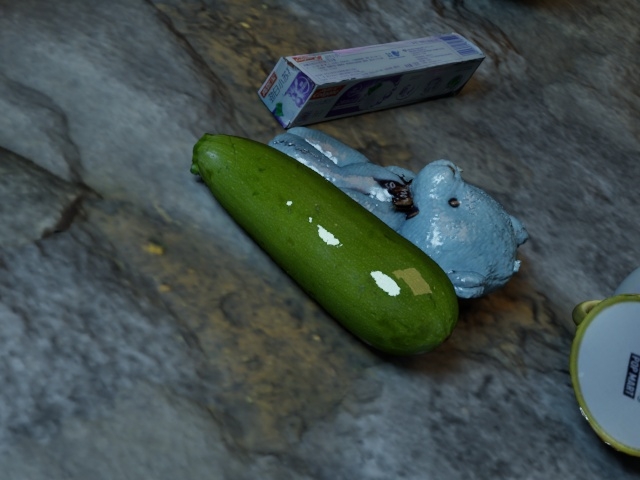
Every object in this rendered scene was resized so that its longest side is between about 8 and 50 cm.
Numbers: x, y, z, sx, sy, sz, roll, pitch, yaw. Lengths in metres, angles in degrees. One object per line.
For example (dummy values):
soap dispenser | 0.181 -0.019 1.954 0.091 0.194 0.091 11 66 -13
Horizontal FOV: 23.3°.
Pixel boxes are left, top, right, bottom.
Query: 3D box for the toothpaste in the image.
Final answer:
toothpaste | 0.041 -0.120 1.127 0.196 0.047 0.040 -16 61 -46

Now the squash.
squash | 0.000 0.000 0.945 0.201 0.066 0.066 37 36 16

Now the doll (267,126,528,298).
doll | 0.054 -0.032 1.008 0.180 0.075 0.120 38 32 7

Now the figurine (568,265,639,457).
figurine | 0.280 0.064 1.016 0.263 0.142 0.189 -11 31 -44
